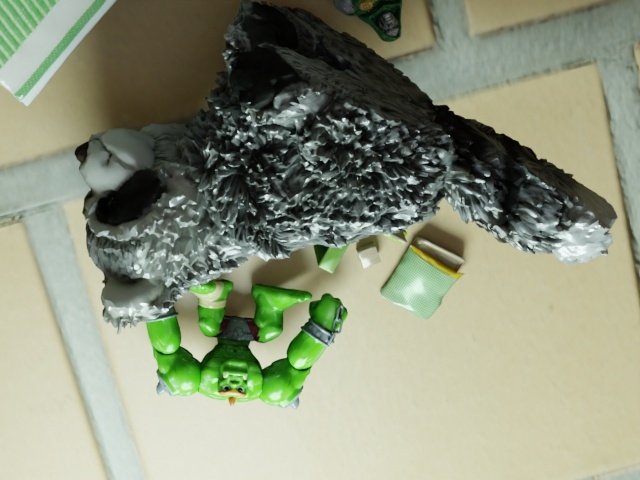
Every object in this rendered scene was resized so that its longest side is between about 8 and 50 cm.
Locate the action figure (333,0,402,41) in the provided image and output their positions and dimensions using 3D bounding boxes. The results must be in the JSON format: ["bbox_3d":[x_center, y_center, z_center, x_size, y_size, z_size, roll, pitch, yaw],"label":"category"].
[{"bbox_3d":[0.028,-0.281,1.550,0.137,0.063,0.232,-24,117,-2],"label":"action figure"}]

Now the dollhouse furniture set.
[{"bbox_3d":[0.069,0.027,1.677,0.151,0.058,0.076,27,106,-18],"label":"dollhouse furniture set"}]

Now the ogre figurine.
[{"bbox_3d":[-0.079,0.099,1.669,0.197,0.097,0.118,6,93,-27],"label":"ogre figurine"}]

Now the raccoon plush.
[{"bbox_3d":[0.000,0.000,1.538,0.446,0.216,0.299,32,110,2],"label":"raccoon plush"}]

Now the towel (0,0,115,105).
[{"bbox_3d":[-0.283,-0.293,1.435,0.248,0.038,0.325,-49,127,-1],"label":"towel"}]
